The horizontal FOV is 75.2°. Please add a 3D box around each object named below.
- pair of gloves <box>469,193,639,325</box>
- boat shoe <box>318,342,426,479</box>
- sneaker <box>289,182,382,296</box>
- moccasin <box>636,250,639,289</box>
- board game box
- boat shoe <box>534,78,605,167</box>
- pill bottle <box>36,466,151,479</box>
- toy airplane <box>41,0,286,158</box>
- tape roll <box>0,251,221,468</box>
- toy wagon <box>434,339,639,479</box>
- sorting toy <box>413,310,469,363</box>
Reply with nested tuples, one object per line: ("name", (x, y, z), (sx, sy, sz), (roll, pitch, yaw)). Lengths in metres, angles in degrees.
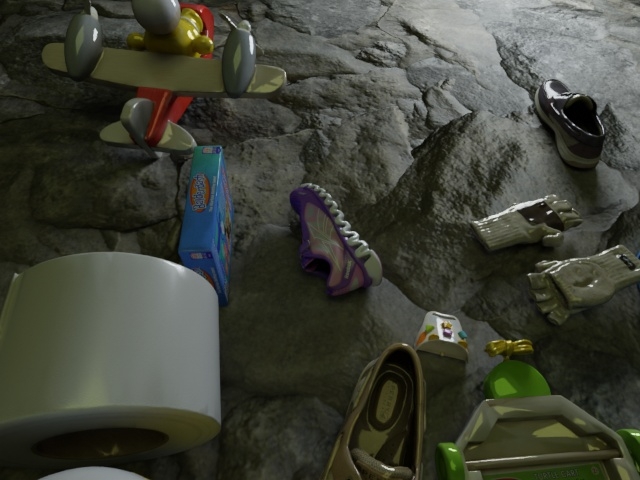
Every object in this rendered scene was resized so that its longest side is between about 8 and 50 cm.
("pair of gloves", (0.412, 0.019, 0.739), (0.204, 0.042, 0.240), (-22, 53, -14))
("boat shoe", (0.054, 0.284, 0.483), (0.122, 0.110, 0.340), (12, 55, 7))
("sneaker", (0.000, 0.000, 0.708), (0.105, 0.095, 0.236), (-29, 61, -13))
("moccasin", (0.575, 0.122, 0.625), (0.138, 0.116, 0.341), (3, 53, -1))
("board game box", (-0.176, -0.023, 0.669), (0.047, 0.160, 0.210), (-2, 53, -4))
("boat shoe", (0.574, -0.289, 0.945), (0.103, 0.092, 0.284), (5, 53, 1))
("pill bottle", (-0.176, 0.292, 0.327), (0.188, 0.333, 0.187), (2, 53, -2))
("toy airplane", (-0.321, -0.361, 0.843), (0.387, 0.272, 0.384), (-29, 61, -23))
("tape roll", (-0.242, 0.150, 0.486), (0.247, 0.246, 0.169), (-6, 55, -8))
("toy wagon", (0.282, 0.294, 0.515), (0.268, 0.068, 0.344), (-2, 53, -5))
("sorting toy", (0.192, 0.142, 0.646), (0.084, 0.044, 0.075), (12, 35, 6))
